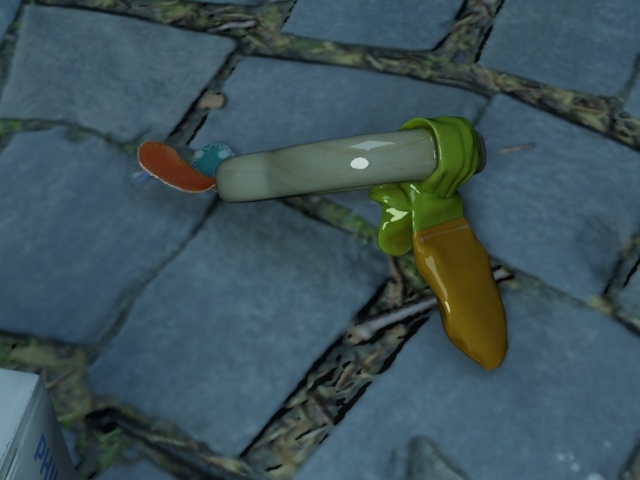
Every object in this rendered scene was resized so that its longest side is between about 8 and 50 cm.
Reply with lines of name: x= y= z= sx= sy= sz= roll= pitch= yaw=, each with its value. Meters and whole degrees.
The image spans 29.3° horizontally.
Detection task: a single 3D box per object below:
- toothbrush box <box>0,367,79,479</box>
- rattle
toothbrush box: x=-0.245 y=0.133 z=0.484 sx=0.295 sy=0.216 sz=0.126 roll=9 pitch=52 yaw=7
rattle: x=0.000 y=0.000 z=0.706 sx=0.199 sy=0.143 sz=0.130 roll=-9 pitch=17 yaw=13
